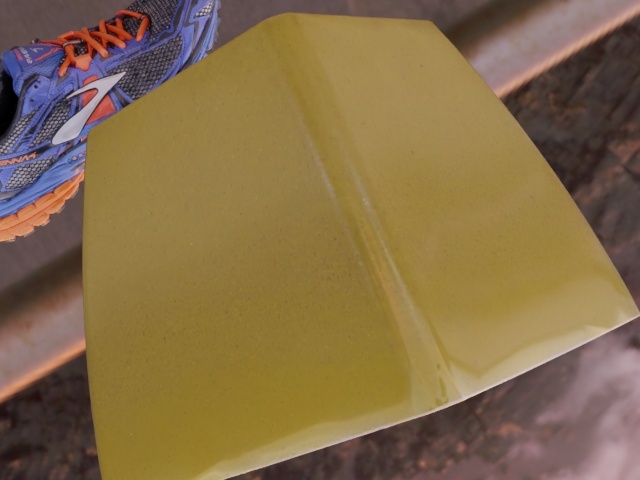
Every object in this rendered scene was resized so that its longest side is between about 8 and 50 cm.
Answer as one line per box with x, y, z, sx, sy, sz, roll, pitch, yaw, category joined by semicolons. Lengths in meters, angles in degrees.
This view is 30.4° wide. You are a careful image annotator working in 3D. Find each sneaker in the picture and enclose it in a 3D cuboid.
-0.151;-0.095;0.726;0.221;0.083;0.087;-44;129;-1;sneaker

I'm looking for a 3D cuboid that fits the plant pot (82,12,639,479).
0.000;0.000;0.601;0.212;0.187;0.212;-25;173;36;plant pot
